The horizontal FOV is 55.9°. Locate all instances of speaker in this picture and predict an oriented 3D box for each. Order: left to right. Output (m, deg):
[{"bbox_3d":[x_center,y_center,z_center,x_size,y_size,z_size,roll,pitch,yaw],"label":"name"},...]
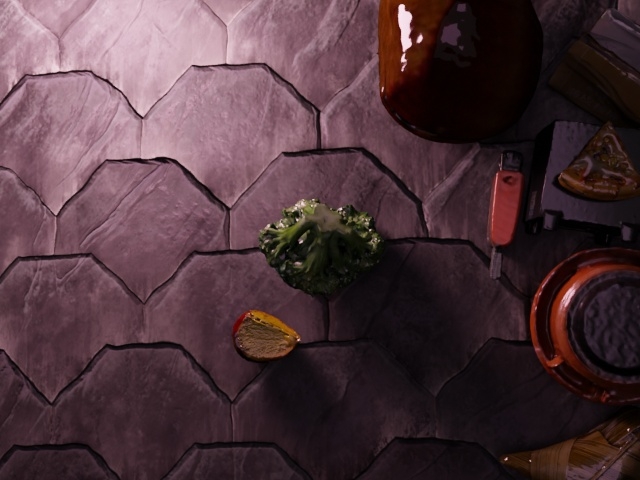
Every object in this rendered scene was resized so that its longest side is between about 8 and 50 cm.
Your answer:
[{"bbox_3d":[0.614,-0.126,1.388,0.232,0.184,0.253,9,89,8],"label":"speaker"}]

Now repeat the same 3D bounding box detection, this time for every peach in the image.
[{"bbox_3d":[-0.136,0.239,1.510,0.172,0.092,0.127,3,91,-3],"label":"peach"}]

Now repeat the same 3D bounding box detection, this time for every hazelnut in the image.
[{"bbox_3d":[0.310,-0.444,1.359,0.402,0.402,0.429,0,74,8],"label":"hazelnut"}]

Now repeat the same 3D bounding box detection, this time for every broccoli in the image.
[{"bbox_3d":[0.000,0.000,1.441,0.295,0.245,0.265,1,66,-16],"label":"broccoli"}]

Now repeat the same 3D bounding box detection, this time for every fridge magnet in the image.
[{"bbox_3d":[0.666,0.193,1.367,0.364,0.155,0.363,-1,86,8],"label":"fridge magnet"}]

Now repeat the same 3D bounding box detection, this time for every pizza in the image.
[{"bbox_3d":[0.617,-0.168,1.281,0.185,0.036,0.176,18,89,8],"label":"pizza"}]

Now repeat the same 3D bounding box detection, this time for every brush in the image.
[{"bbox_3d":[0.449,-0.062,1.470,0.070,0.051,0.323,7,87,6],"label":"brush"}]

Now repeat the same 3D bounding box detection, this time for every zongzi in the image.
[{"bbox_3d":[0.595,0.472,1.378,0.288,0.134,0.286,27,84,17],"label":"zongzi"}]

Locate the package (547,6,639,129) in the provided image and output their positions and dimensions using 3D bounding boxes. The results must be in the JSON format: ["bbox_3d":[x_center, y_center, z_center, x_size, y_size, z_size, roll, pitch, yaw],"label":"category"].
[{"bbox_3d":[0.691,-0.339,1.360,0.311,0.165,0.221,41,134,10],"label":"package"}]
